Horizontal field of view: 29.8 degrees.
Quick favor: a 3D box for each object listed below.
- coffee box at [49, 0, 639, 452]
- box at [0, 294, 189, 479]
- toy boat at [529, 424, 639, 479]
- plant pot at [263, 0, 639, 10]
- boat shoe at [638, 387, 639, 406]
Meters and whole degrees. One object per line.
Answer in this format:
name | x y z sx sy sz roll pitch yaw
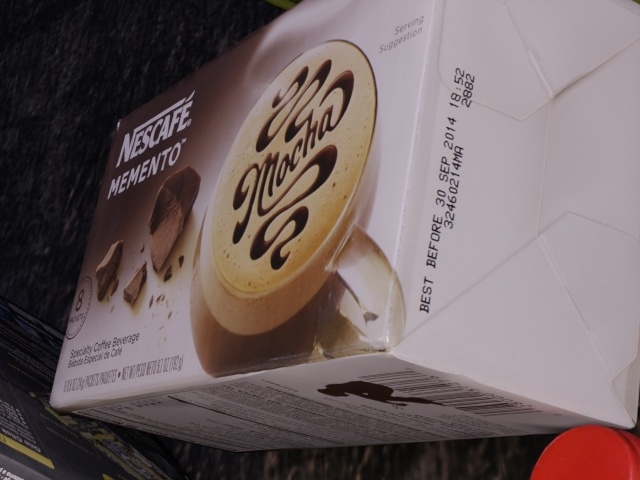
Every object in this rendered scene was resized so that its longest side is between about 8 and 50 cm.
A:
coffee box | 0.000 0.000 0.543 0.297 0.119 0.168 -17 58 56
box | -0.237 0.064 0.624 0.097 0.395 0.318 -53 39 -4
toy boat | 0.088 0.225 0.407 0.267 0.148 0.318 5 66 50
plant pot | 0.156 -0.265 0.658 0.353 0.366 0.366 26 74 39
boat shoe | 0.075 0.003 0.645 0.301 0.102 0.108 37 106 60
